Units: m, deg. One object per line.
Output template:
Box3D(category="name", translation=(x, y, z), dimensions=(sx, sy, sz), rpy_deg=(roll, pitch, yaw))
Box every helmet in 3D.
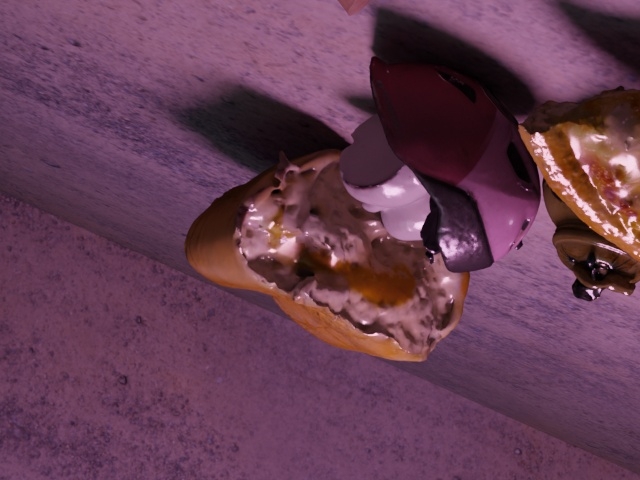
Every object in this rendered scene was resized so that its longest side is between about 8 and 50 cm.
Box3D(category="helmet", translation=(0.153, -0.092, 1.374), dimensions=(0.154, 0.253, 0.198), rpy_deg=(-13, -169, 6))

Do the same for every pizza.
Box3D(category="pizza", translation=(0.339, -0.080, 1.132), dimensions=(0.280, 0.075, 0.288), rpy_deg=(31, 141, -20))

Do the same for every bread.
Box3D(category="bread", translation=(0.000, 0.000, 1.873), dimensions=(0.361, 0.250, 0.394), rpy_deg=(30, 170, -19))

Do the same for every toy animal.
Box3D(category="toy animal", translation=(0.131, -0.073, 1.592), dimensions=(0.193, 0.127, 0.178), rpy_deg=(35, 161, -33))

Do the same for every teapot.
Box3D(category="teapot", translation=(0.319, -0.016, 1.365), dimensions=(0.173, 0.182, 0.269), rpy_deg=(15, 165, 29))

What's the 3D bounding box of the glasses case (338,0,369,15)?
Box3D(category="glasses case", translation=(0.037, -0.277, 1.088), dimensions=(0.102, 0.070, 0.193), rpy_deg=(52, 168, -1))
